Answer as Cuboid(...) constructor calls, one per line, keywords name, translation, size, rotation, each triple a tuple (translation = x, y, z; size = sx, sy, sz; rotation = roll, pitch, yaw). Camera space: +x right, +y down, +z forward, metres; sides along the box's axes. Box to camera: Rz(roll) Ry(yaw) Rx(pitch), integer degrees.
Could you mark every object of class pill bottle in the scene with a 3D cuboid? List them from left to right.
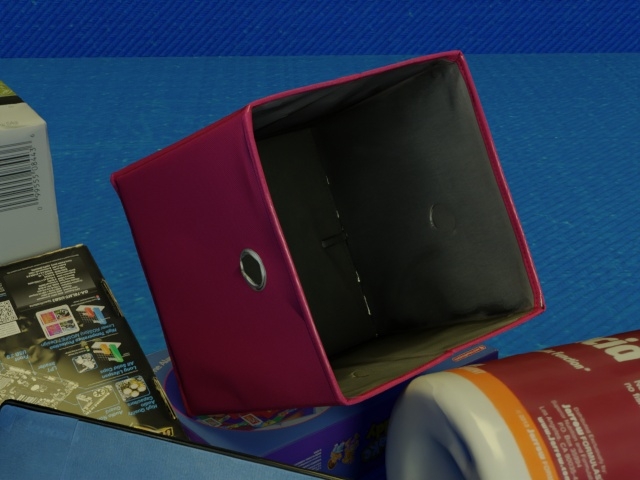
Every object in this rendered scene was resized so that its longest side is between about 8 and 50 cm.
Cuboid(name="pill bottle", translation=(0.273, 0.187, 0.931), size=(0.392, 0.224, 0.224), rotation=(-9, 25, -20))

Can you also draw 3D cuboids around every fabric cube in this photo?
Cuboid(name="fabric cube", translation=(0.000, 0.000, 1.019), size=(0.259, 0.254, 0.258), rotation=(-19, 2, -37))

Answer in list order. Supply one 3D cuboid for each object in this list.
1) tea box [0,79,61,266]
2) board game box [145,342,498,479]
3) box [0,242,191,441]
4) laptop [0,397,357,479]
Cuboid(name="tea box", translation=(-0.438, -0.006, 1.244), size=(0.220, 0.329, 0.323), rotation=(-13, 27, -27))
Cuboid(name="board game box", translation=(-0.014, 0.159, 1.180), size=(0.347, 0.078, 0.233), rotation=(-18, 29, -36))
Cuboid(name="box", translation=(-0.301, 0.157, 1.014), size=(0.295, 0.073, 0.293), rotation=(-17, 53, -26))
Cuboid(name="laptop", translation=(-0.130, 0.321, 0.603), size=(0.382, 0.236, 0.408), rotation=(9, 25, 21))
